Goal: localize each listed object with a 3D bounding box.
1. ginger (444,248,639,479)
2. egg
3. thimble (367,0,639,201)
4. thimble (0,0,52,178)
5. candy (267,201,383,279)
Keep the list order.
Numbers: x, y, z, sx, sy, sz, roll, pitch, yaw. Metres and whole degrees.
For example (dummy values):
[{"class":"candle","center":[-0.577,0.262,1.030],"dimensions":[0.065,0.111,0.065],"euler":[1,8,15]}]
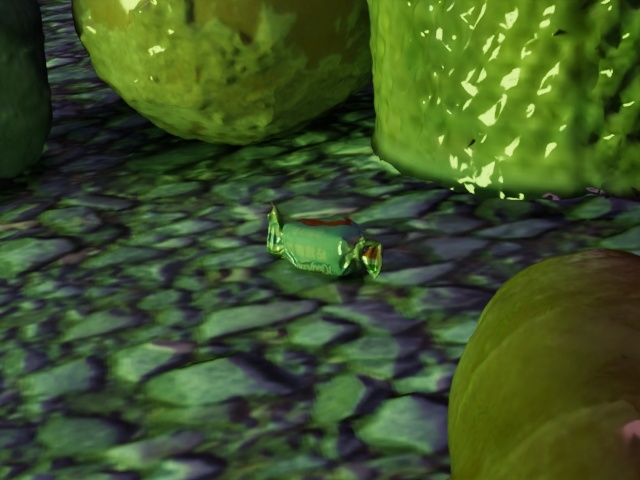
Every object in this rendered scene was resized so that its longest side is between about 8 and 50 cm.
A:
[{"class":"ginger","center":[0.007,0.122,0.320],"dimensions":[0.363,0.122,0.348],"euler":[-3,26,-22]},{"class":"egg","center":[-0.045,-0.155,1.010],"dimensions":[0.195,0.195,0.233],"euler":[7,27,36]},{"class":"thimble","center":[0.153,-0.129,0.908],"dimensions":[0.271,0.150,0.271],"euler":[-4,19,1]},{"class":"thimble","center":[-0.285,-0.101,0.984],"dimensions":[0.250,0.172,0.205],"euler":[-15,16,-29]},{"class":"candy","center":[0.000,-0.001,0.786],"dimensions":[0.020,0.030,0.083],"euler":[-12,14,-38]}]
